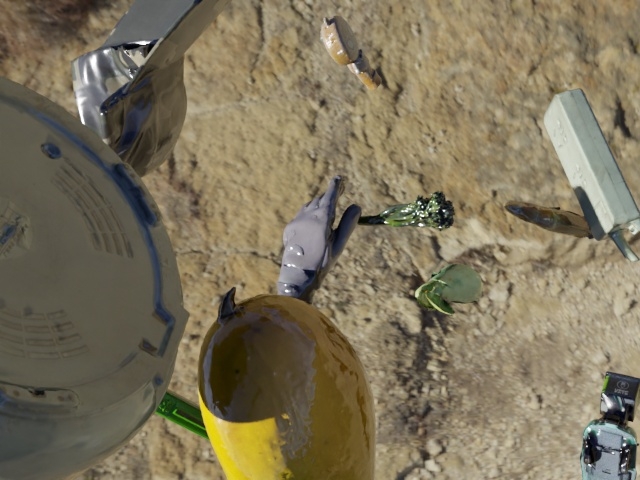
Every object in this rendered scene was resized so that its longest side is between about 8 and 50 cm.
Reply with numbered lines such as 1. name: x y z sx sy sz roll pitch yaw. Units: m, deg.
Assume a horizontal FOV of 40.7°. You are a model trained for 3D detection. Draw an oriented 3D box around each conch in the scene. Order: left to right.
1. conch: 0.210 0.089 1.480 0.079 0.170 0.106 48 118 26

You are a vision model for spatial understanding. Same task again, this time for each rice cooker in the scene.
1. rice cooker: -0.300 0.067 0.632 0.325 0.335 0.335 -37 65 30

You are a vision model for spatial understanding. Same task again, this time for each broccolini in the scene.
1. broccolini: 0.165 -0.038 1.678 0.202 0.091 0.068 -16 56 28

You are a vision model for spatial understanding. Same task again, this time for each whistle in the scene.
1. whistle: 0.063 -0.408 1.884 0.057 0.220 0.107 -23 49 26

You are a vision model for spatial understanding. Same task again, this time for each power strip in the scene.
1. power strip: 0.435 -0.097 1.360 0.053 0.093 0.288 -16 71 -7

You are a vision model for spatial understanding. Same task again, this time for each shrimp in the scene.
1. shrimp: 0.392 -0.037 1.432 0.190 0.101 0.042 14 103 -14

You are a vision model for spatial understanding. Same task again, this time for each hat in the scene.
1. hat: -0.237 -0.265 1.371 0.381 0.257 0.366 -28 34 -3

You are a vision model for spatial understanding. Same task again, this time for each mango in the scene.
1. mango: -0.024 0.183 0.864 0.119 0.176 0.317 2 115 53

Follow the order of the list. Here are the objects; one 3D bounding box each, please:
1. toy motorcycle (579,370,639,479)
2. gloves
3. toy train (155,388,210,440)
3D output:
1. toy motorcycle: 0.322 0.239 0.953 0.058 0.173 0.100 11 40 27
2. gloves: -0.005 0.002 1.700 0.142 0.119 0.285 13 73 24
3. toy train: -0.225 0.314 1.527 0.044 0.209 0.042 -57 31 -5
